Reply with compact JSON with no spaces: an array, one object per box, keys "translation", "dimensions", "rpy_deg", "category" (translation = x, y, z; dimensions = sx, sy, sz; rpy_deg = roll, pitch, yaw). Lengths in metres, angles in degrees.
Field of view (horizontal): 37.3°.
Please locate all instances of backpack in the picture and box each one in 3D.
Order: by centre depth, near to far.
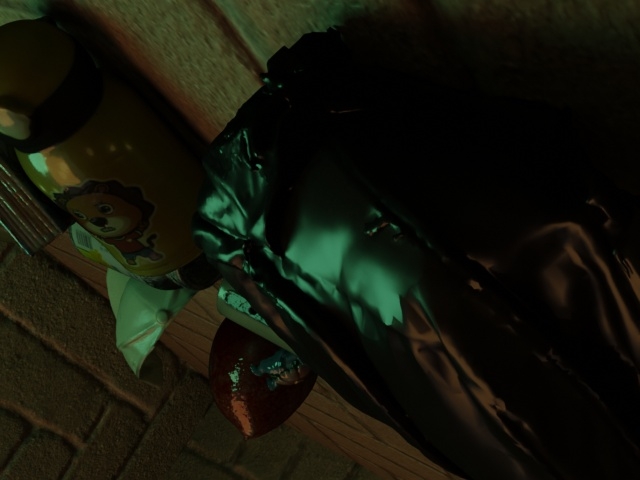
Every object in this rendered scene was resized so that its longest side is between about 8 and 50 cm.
[{"translation":[0.105,0.027,0.685],"dimensions":[0.363,0.255,0.446],"rpy_deg":[43,175,-30],"category":"backpack"}]

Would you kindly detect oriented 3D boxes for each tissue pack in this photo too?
[{"translation":[-0.376,-0.061,1.166],"dimensions":[0.155,0.065,0.115],"rpy_deg":[50,-179,-11],"category":"tissue pack"}]

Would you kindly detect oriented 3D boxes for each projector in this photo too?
[{"translation":[-0.004,0.140,1.495],"dimensions":[0.338,0.108,0.108],"rpy_deg":[26,163,24],"category":"projector"}]

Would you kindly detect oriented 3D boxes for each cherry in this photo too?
[{"translation":[-0.122,0.248,1.822],"dimensions":[0.206,0.239,0.239],"rpy_deg":[33,167,30],"category":"cherry"}]

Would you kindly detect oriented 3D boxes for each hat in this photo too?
[{"translation":[-0.299,0.084,1.668],"dimensions":[0.301,0.258,0.168],"rpy_deg":[36,176,42],"category":"hat"}]

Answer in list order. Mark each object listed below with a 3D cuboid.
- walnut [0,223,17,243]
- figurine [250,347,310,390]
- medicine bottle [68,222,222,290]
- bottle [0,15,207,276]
[{"translation":[-0.442,-0.118,1.342],"dimensions":[0.273,0.227,0.273],"rpy_deg":[34,162,13],"category":"walnut"},{"translation":[-0.037,0.177,1.623],"dimensions":[0.114,0.178,0.144],"rpy_deg":[37,-155,-48],"category":"figurine"},{"translation":[-0.274,-0.004,1.521],"dimensions":[0.293,0.141,0.141],"rpy_deg":[17,158,44],"category":"medicine bottle"},{"translation":[-0.274,-0.113,1.133],"dimensions":[0.172,0.171,0.351],"rpy_deg":[19,159,41],"category":"bottle"}]
